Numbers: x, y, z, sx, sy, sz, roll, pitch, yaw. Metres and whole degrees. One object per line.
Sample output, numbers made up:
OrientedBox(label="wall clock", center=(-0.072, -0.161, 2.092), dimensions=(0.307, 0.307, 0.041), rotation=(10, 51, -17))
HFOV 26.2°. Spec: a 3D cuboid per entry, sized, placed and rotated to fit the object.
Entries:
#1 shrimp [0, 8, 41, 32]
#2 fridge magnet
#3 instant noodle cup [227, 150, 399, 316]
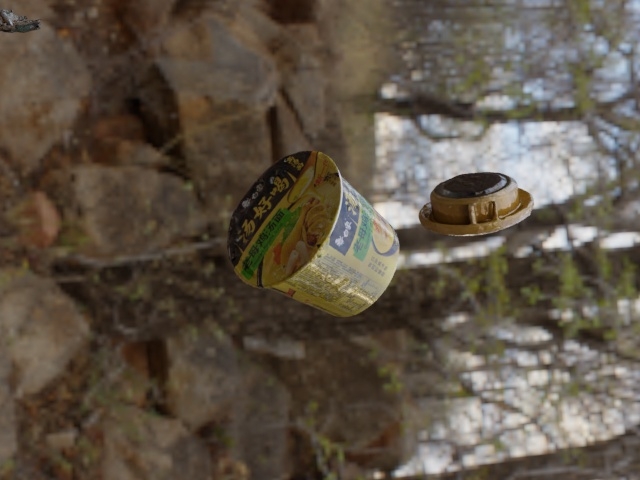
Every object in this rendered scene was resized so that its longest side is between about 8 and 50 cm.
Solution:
OrientedBox(label="shrimp", center=(-0.391, -0.276, 1.739), dimensions=(0.038, 0.092, 0.029), rotation=(-49, 148, -69))
OrientedBox(label="fridge magnet", center=(0.190, -0.044, 1.690), dimensions=(0.143, 0.143, 0.063), rotation=(-126, -157, -68))
OrientedBox(label="instant noodle cup", center=(0.000, 0.000, 1.379), dimensions=(0.151, 0.122, 0.151), rotation=(-25, -130, 35))
